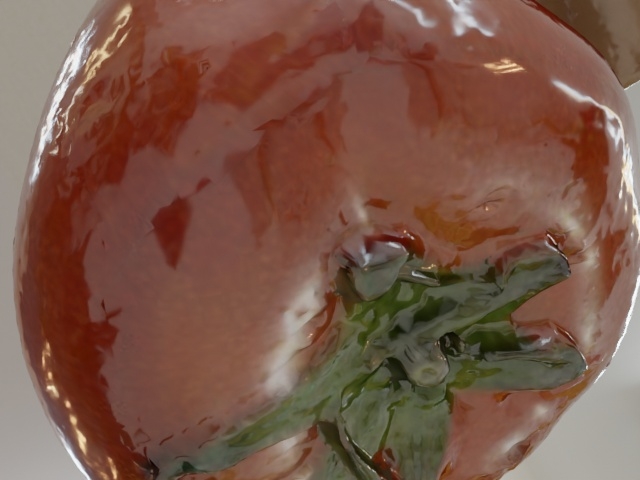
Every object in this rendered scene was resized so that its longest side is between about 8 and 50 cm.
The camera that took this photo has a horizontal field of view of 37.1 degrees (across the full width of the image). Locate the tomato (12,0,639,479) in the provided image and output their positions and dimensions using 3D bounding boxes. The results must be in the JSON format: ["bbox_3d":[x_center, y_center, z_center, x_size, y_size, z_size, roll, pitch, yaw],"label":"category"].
[{"bbox_3d":[0.000,0.000,0.527,0.341,0.273,0.341,-12,-60,-21],"label":"tomato"}]

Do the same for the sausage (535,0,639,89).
[{"bbox_3d":[0.213,-0.231,0.746,0.123,0.123,0.253,-11,-84,23],"label":"sausage"}]
